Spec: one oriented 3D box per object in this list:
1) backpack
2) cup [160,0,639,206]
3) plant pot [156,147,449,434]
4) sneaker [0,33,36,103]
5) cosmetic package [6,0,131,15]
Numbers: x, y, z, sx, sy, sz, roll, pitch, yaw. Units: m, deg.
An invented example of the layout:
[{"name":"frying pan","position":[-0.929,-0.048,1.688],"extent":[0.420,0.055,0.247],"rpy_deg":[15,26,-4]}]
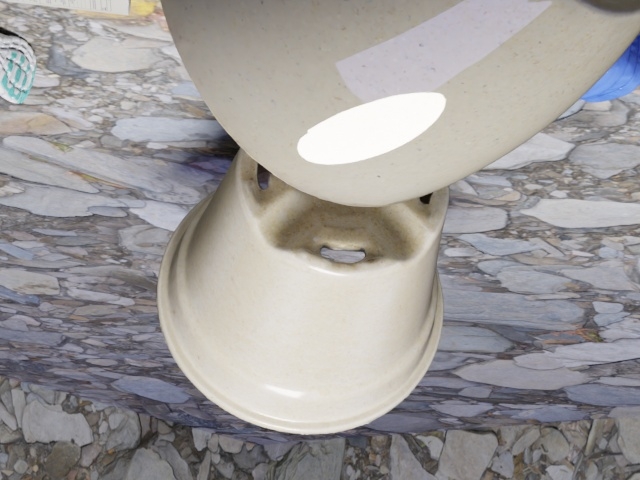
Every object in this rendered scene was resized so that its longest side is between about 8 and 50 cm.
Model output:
[{"name":"backpack","position":[0.243,-0.179,1.661],"extent":[0.101,0.120,0.098],"rpy_deg":[15,161,-29]},{"name":"cup","position":[0.093,-0.202,1.240],"extent":[0.331,0.331,0.237],"rpy_deg":[18,161,-37]},{"name":"plant pot","position":[0.000,0.000,2.091],"extent":[0.334,0.333,0.305],"rpy_deg":[7,152,-6]},{"name":"sneaker","position":[-0.350,-0.191,1.954],"extent":[0.076,0.065,0.166],"rpy_deg":[16,167,28]},{"name":"cosmetic package","position":[-0.228,-0.239,1.751],"extent":[0.115,0.041,0.060],"rpy_deg":[6,163,-4]}]
